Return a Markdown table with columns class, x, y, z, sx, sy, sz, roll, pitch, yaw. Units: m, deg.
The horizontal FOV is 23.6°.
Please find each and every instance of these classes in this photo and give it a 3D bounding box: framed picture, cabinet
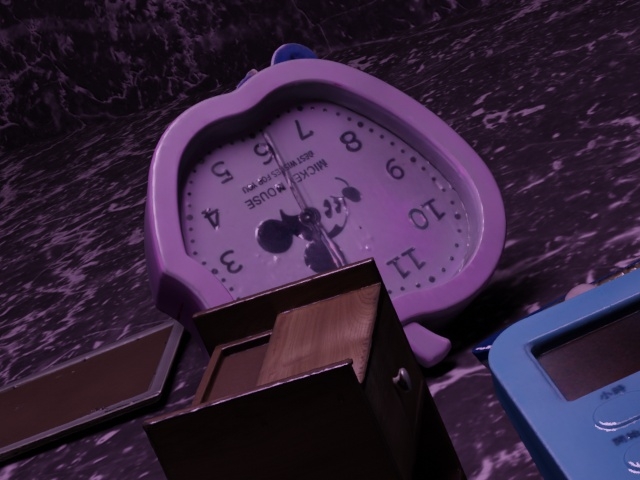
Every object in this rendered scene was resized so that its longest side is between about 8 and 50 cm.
| class | x | y | z | sx | sy | sz | roll | pitch | yaw |
| --- | --- | --- | --- | --- | --- | --- | --- | --- | --- |
| framed picture | -0.288 | 0.179 | 1.692 | 0.296 | 0.019 | 0.232 | -21 | 16 | 10 |
| cabinet | 0.006 | 0.152 | 1.017 | 0.148 | 0.215 | 0.175 | -19 | 17 | 13 |

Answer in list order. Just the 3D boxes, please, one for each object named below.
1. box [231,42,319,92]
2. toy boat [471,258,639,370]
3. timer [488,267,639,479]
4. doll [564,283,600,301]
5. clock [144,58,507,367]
| class | x | y | z | sx | sy | sz | roll | pitch | yaw |
| --- | --- | --- | --- | --- | --- | --- | --- | --- | --- |
| box | -0.069 | -0.040 | 1.649 | 0.262 | 0.291 | 0.206 | -1 | -15 | -36 |
| toy boat | 0.235 | 0.061 | 1.302 | 0.229 | 0.046 | 0.080 | -27 | 17 | -10 |
| timer | 0.241 | 0.090 | 0.956 | 0.232 | 0.091 | 0.250 | -25 | 40 | -3 |
| doll | 0.258 | 0.073 | 1.116 | 0.237 | 0.111 | 0.252 | -29 | 12 | -23 |
| clock | 0.000 | 0.000 | 1.432 | 0.338 | 0.338 | 0.102 | -30 | -15 | -22 |
